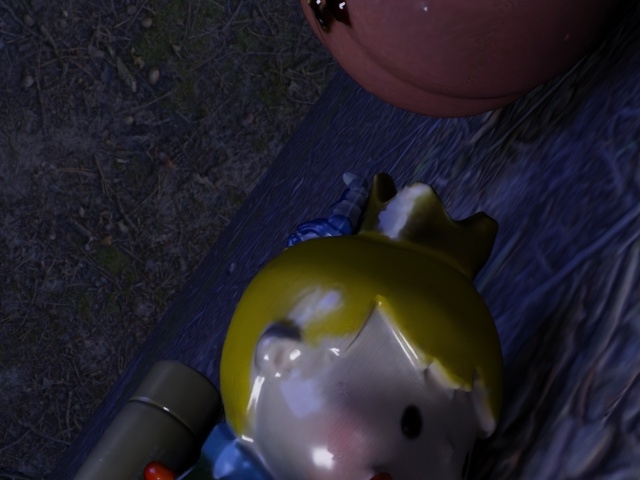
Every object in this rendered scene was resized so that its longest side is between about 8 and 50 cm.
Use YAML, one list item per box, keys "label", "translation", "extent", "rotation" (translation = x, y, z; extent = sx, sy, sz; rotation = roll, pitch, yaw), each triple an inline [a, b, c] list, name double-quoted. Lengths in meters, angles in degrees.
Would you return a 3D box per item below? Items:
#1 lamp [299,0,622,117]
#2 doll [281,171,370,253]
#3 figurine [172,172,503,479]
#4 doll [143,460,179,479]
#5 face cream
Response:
- label: "lamp"
  translation: [0.061, -0.227, 0.623]
  extent: [0.305, 0.239, 0.306]
  rotation: [172, 90, -75]
- label: "doll"
  translation: [0.000, 0.000, 0.927]
  extent: [0.114, 0.057, 0.227]
  rotation: [-48, 8, 20]
- label: "figurine"
  translation: [0.004, 0.088, 0.366]
  extent: [0.234, 0.127, 0.185]
  rotation: [-46, 12, -4]
- label: "doll"
  translation: [-0.194, 0.295, 0.828]
  extent: [0.245, 0.076, 0.142]
  rotation: [-54, -1, -16]
- label: "face cream"
  translation: [-0.207, 0.267, 0.936]
  extent: [0.084, 0.137, 0.341]
  rotation: [7, 50, 30]
